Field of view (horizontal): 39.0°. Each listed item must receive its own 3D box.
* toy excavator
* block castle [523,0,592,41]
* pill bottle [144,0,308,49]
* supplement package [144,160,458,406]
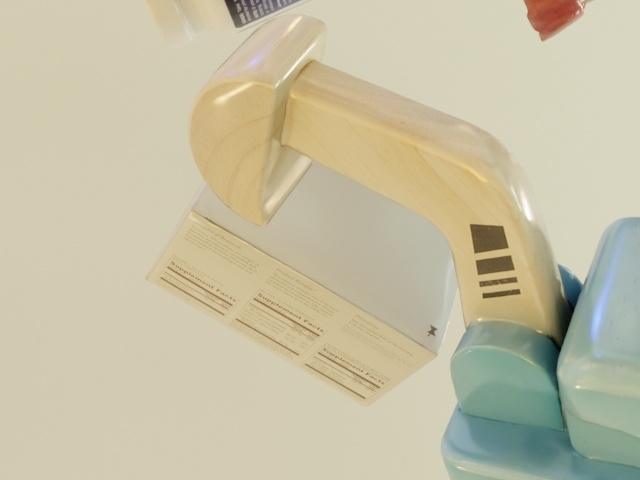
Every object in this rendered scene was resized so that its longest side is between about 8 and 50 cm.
[{"bbox_3d":[0.161,0.052,0.623,0.222,0.433,0.445,-55,-40,-40],"label":"toy excavator"},{"bbox_3d":[0.192,-0.469,0.994,0.303,0.213,0.453,42,-147,-44],"label":"block castle"},{"bbox_3d":[-0.090,-0.341,1.098,0.265,0.153,0.153,-25,-89,-2],"label":"pill bottle"},{"bbox_3d":[0.000,0.000,0.906,0.262,0.145,0.204,32,-129,-9],"label":"supplement package"}]
